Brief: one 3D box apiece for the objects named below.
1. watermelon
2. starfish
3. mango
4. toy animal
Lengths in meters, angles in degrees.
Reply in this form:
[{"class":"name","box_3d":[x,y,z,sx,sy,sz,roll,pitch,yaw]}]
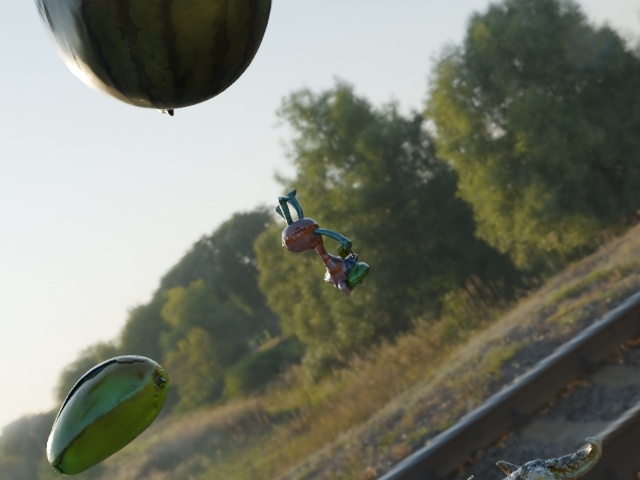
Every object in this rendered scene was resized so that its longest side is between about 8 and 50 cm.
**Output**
[{"class":"watermelon","box_3d":[-0.191,-0.305,1.100,0.279,0.359,0.279,-2,26,1]},{"class":"starfish","box_3d":[0.306,0.346,1.381,0.238,0.071,0.216,-35,-6,19]},{"class":"mango","box_3d":[-0.324,0.258,1.414,0.233,0.111,0.125,-41,28,13]},{"class":"toy animal","box_3d":[0.000,0.000,1.659,0.100,0.208,0.103,-39,-3,-45]}]
